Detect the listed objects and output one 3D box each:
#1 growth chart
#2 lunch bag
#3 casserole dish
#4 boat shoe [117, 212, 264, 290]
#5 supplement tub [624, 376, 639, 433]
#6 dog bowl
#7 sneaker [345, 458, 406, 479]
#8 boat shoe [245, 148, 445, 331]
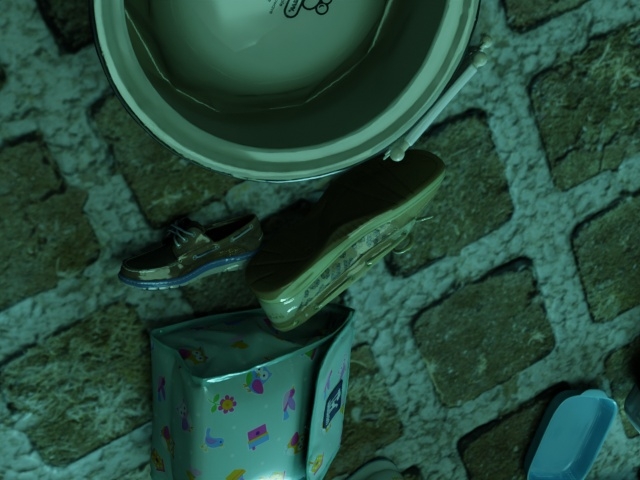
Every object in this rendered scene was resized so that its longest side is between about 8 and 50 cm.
[{"bbox_3d":[0.134,-0.162,1.615,0.021,0.237,0.172,40,103,-2],"label":"growth chart"},{"bbox_3d":[-0.069,0.202,1.756,0.262,0.160,0.223,-13,120,-32],"label":"lunch bag"},{"bbox_3d":[0.361,0.289,2.081,0.114,0.037,0.188,7,116,-29],"label":"casserole dish"},{"bbox_3d":[-0.153,0.007,1.662,0.183,0.066,0.066,-16,119,-28],"label":"boat shoe"},{"bbox_3d":[0.603,0.162,2.013,0.207,0.207,0.338,20,109,-33],"label":"supplement tub"},{"bbox_3d":[-0.047,-0.273,1.464,0.408,0.150,0.407,-7,116,-16],"label":"dog bowl"},{"bbox_3d":[0.033,0.408,1.963,0.228,0.092,0.087,-46,128,7],"label":"sneaker"},{"bbox_3d":[0.036,-0.006,1.705,0.285,0.104,0.089,-36,132,-13],"label":"boat shoe"}]
